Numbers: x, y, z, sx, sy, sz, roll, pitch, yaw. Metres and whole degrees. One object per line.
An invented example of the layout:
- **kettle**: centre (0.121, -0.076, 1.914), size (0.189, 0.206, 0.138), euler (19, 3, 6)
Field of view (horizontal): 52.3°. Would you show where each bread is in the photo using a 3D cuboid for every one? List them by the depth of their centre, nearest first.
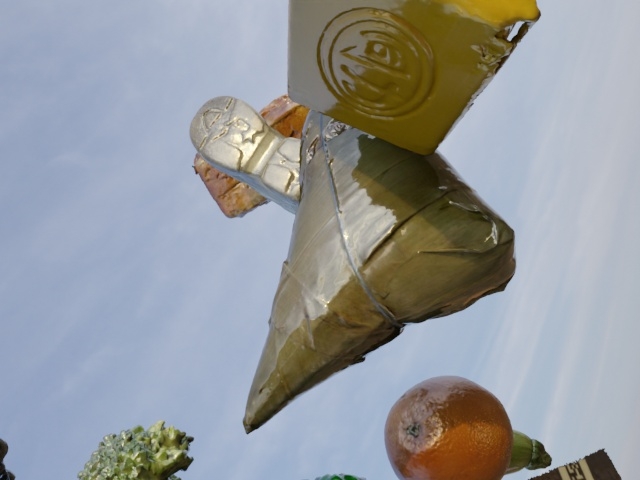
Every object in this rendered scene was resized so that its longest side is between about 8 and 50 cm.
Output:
- **bread**: centre (-0.099, -0.195, 1.413), size (0.195, 0.344, 0.149), euler (61, -156, -9)

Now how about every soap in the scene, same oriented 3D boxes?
- **soap**: centre (0.071, -0.194, 0.611), size (0.324, 0.204, 0.096), euler (103, -171, -80)

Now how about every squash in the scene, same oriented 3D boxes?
- **squash**: centre (0.368, 0.392, 1.217), size (0.105, 0.132, 0.105), euler (-1, -90, -85)

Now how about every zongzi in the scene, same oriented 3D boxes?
- **zongzi**: centre (0.000, 0.000, 0.849), size (0.393, 0.356, 0.174), euler (-36, -37, 7)

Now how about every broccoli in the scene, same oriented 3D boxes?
- **broccoli**: centre (-0.247, 0.390, 0.878), size (0.260, 0.235, 0.288), euler (-23, -34, -41)

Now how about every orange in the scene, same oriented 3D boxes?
- **orange**: centre (0.193, 0.303, 0.999), size (0.206, 0.206, 0.206), euler (-20, -65, -53)

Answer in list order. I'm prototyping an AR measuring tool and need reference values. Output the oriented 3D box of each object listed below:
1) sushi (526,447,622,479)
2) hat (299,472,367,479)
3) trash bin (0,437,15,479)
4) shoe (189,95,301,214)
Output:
- **sushi**: centre (0.188, 0.266, 0.475), size (0.210, 0.040, 0.192), euler (-4, -119, -41)
- **hat**: centre (0.003, 0.424, 0.746), size (0.242, 0.332, 0.274), euler (13, -119, -15)
- **trash bin**: centre (-0.399, 0.245, 0.380), size (0.296, 0.256, 0.367), euler (27, -123, -10)
- **shoe**: centre (-0.093, -0.138, 1.241), size (0.132, 0.342, 0.210), euler (-56, -23, -6)
